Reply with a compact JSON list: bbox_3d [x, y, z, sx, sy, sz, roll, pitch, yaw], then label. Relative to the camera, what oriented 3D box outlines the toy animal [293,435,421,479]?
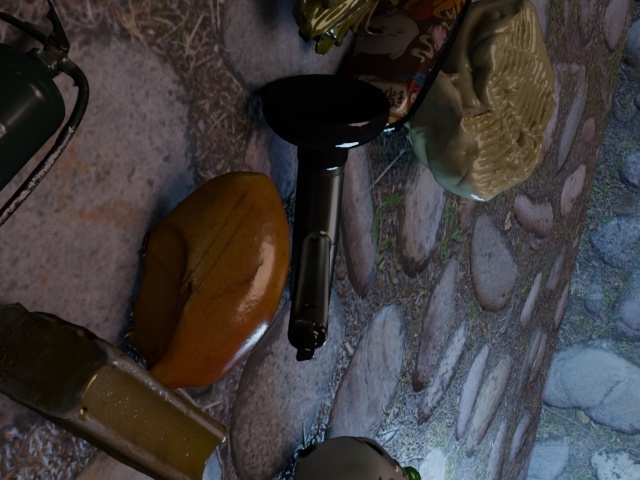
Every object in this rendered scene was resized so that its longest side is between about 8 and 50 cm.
[{"bbox_3d":[0.067,0.426,1.267,0.212,0.212,0.267,-49,146,-38],"label":"toy animal"}]

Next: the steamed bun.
[{"bbox_3d":[0.238,-0.234,1.299,0.276,0.203,0.289,-27,114,-34],"label":"steamed bun"}]

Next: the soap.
[{"bbox_3d":[-0.195,0.163,0.768,0.080,0.160,0.257,-61,145,-21],"label":"soap"}]

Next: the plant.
[{"bbox_3d":[0.082,-0.350,1.006,0.261,0.296,0.306,112,-8,-60],"label":"plant"}]

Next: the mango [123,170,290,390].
[{"bbox_3d":[-0.116,0.040,0.874,0.252,0.153,0.126,-64,157,6],"label":"mango"}]

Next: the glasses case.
[{"bbox_3d":[0.123,-0.289,1.152,0.321,0.122,0.082,-63,150,-22],"label":"glasses case"}]

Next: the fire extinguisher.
[{"bbox_3d":[-0.272,-0.076,0.615,0.118,0.093,0.294,38,60,-12],"label":"fire extinguisher"}]

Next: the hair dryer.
[{"bbox_3d":[0.017,-0.014,0.973,0.155,0.284,0.321,-4,115,-14],"label":"hair dryer"}]
